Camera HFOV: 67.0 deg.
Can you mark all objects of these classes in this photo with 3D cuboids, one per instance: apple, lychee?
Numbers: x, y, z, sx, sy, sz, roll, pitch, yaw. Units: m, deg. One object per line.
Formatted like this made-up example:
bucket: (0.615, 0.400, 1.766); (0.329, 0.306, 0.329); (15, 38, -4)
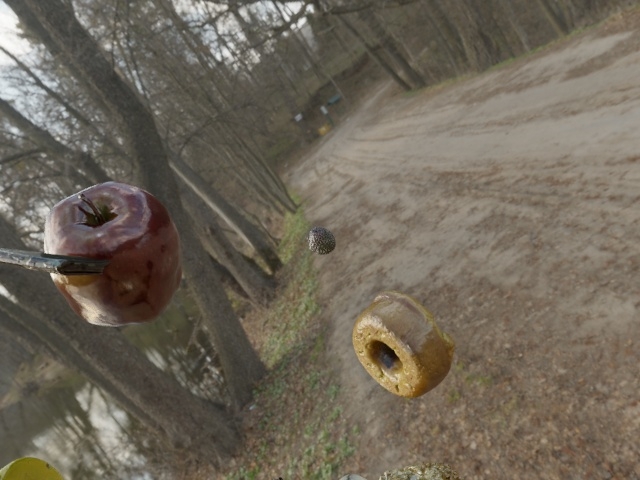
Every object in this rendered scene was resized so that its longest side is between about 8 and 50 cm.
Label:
apple: (-0.450, 0.034, 1.075); (0.288, 0.317, 0.288); (0, 39, 0)
lychee: (0.000, 0.000, 1.228); (0.067, 0.083, 0.068); (79, -149, -69)

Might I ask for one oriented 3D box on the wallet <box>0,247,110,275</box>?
wallet: (-0.482, 0.032, 0.800); (0.232, 0.031, 0.122); (6, -5, 13)

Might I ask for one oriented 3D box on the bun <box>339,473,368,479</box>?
bun: (0.059, 0.443, 0.748); (0.094, 0.138, 0.138); (-46, 8, 6)

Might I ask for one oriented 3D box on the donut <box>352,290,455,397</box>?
donut: (0.170, 0.223, 1.026); (0.113, 0.227, 0.226); (-31, 4, -34)

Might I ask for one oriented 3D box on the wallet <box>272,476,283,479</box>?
wallet: (-0.211, 0.736, 1.232); (0.317, 0.169, 0.044); (-27, -31, 17)

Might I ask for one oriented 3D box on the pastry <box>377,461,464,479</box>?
pastry: (0.206, 0.621, 1.103); (0.255, 0.162, 0.311); (-25, 3, 33)

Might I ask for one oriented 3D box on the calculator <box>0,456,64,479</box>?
calculator: (-0.409, 0.401, 0.655); (0.032, 0.146, 0.235); (-35, 28, 4)
